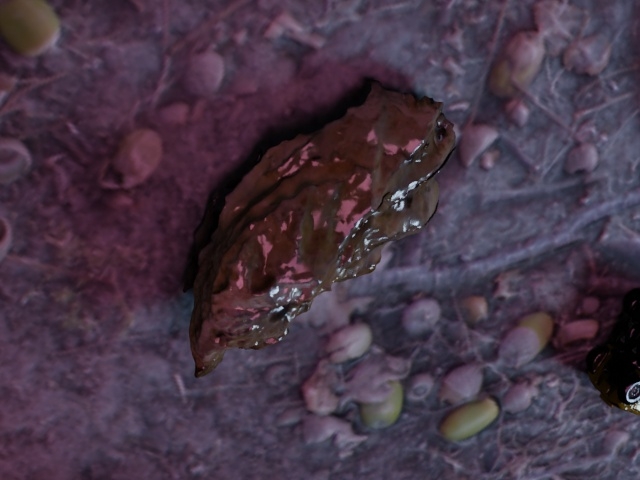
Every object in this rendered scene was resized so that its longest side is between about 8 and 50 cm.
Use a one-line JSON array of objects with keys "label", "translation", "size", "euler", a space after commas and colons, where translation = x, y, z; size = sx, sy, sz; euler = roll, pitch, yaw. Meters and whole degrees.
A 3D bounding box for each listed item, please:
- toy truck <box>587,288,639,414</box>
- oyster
[{"label": "toy truck", "translation": [0.233, 0.084, 1.169], "size": [0.054, 0.049, 0.083], "euler": [21, 106, -35]}, {"label": "oyster", "translation": [0.002, -0.009, 0.990], "size": [0.209, 0.072, 0.133], "euler": [-24, 129, -14]}]
